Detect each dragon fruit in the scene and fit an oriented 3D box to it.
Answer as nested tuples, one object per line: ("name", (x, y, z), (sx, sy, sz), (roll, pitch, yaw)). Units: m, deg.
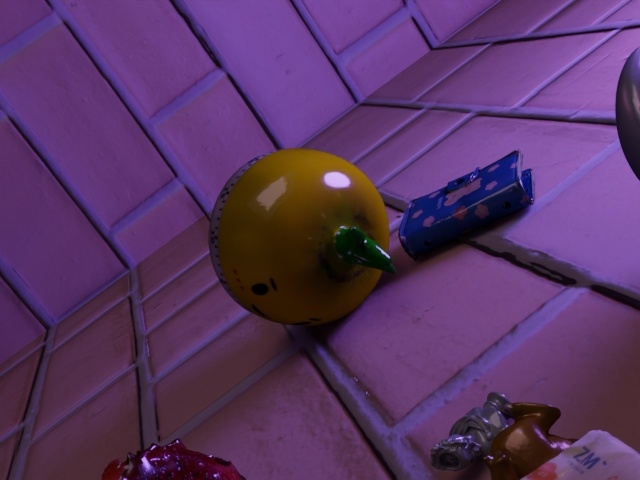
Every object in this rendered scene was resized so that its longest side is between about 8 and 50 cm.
("dragon fruit", (-0.189, 0.327, 0.866), (0.189, 0.163, 0.262), (-58, 1, 36))

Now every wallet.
("wallet", (0.216, -0.055, 1.248), (0.202, 0.059, 0.141), (-27, 16, 26))

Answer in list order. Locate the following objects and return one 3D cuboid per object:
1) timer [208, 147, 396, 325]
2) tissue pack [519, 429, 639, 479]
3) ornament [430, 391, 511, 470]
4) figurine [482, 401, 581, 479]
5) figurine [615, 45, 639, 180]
("timer", (0.000, 0.000, 1.197), (0.285, 0.285, 0.285), (-32, 17, 11))
("tissue pack", (0.192, 0.202, 0.424), (0.092, 0.148, 0.196), (-34, 16, -6))
("ornament", (0.143, 0.179, 0.775), (0.068, 0.041, 0.092), (-19, 12, 28))
("figurine", (0.159, 0.209, 0.575), (0.122, 0.121, 0.176), (6, 61, 51))
("figurine", (0.465, -0.106, 0.743), (0.381, 0.205, 0.224), (-1, 29, 29))
